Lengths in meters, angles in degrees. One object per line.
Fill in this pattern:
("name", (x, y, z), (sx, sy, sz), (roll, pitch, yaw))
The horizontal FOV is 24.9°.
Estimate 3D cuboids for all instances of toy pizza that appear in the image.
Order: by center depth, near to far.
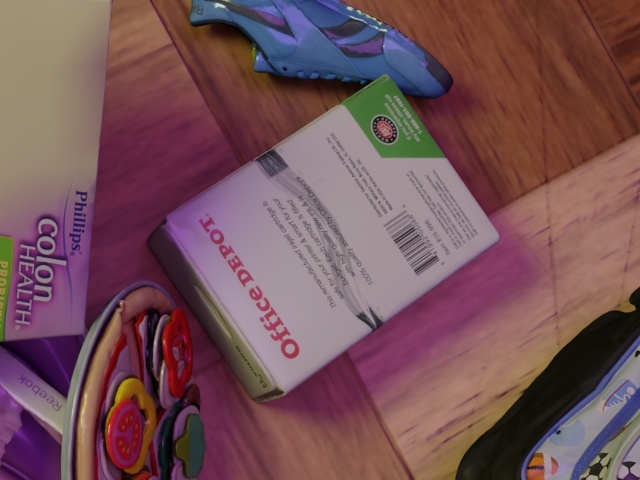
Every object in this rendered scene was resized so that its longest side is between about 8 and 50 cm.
("toy pizza", (-0.113, 0.127, 0.949), (0.032, 0.201, 0.201), (3, 75, 16))

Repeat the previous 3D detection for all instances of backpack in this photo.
("backpack", (0.263, 0.197, 1.042), (0.276, 0.213, 0.263), (-40, 102, -23))

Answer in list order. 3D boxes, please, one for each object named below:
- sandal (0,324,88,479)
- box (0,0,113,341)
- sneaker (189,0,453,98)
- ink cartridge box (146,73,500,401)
("sandal", (-0.203, 0.162, 0.952), (0.169, 0.102, 0.416), (-12, 83, -24))
("box", (-0.261, -0.053, 0.843), (0.243, 0.117, 0.213), (-3, 112, -28))
("sneaker", (-0.001, -0.148, 1.111), (0.209, 0.069, 0.082), (27, 89, -11))
("ink cartridge box", (0.000, 0.000, 1.061), (0.208, 0.087, 0.153), (-33, 89, -21))
